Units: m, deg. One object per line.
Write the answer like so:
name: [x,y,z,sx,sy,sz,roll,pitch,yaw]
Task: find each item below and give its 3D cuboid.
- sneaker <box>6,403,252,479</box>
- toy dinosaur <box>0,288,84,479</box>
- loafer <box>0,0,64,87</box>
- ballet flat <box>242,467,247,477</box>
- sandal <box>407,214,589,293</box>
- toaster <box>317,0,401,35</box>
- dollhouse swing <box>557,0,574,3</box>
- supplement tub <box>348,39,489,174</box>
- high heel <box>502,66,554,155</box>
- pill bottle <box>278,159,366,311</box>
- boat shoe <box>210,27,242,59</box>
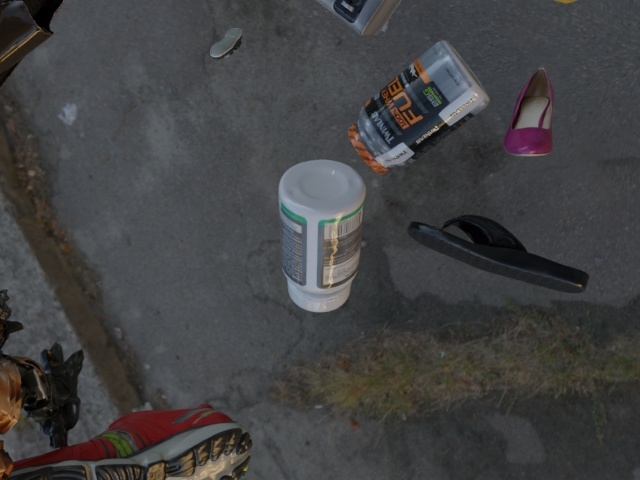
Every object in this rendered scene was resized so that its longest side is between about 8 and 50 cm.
sneaker: [-0.208,0.232,0.554,0.118,0.278,0.108,19,104,49]
toy dinosaur: [-0.310,0.139,0.465,0.218,0.164,0.322,109,153,-62]
loafer: [-0.380,-0.267,0.675,0.078,0.080,0.220,22,81,19]
ballet flat: [-0.237,0.388,0.959,0.077,0.230,0.077,-35,56,53]
sandal: [0.433,0.016,1.355,0.445,0.167,0.107,18,80,3]
toaster: [0.052,-0.441,0.925,0.168,0.186,0.110,39,119,2]
dollhouse swing: [0.445,-0.693,1.081,0.347,0.304,0.316,127,133,-64]
supplement tub: [0.233,-0.314,1.348,0.316,0.193,0.194,-38,85,25]
high heel: [0.366,-0.222,0.943,0.082,0.244,0.117,9,118,27]
pill bottle: [0.000,0.000,1.362,0.204,0.204,0.361,25,138,22]
boat shoe: [-0.217,-0.448,1.275,0.046,0.125,0.038,12,139,10]
